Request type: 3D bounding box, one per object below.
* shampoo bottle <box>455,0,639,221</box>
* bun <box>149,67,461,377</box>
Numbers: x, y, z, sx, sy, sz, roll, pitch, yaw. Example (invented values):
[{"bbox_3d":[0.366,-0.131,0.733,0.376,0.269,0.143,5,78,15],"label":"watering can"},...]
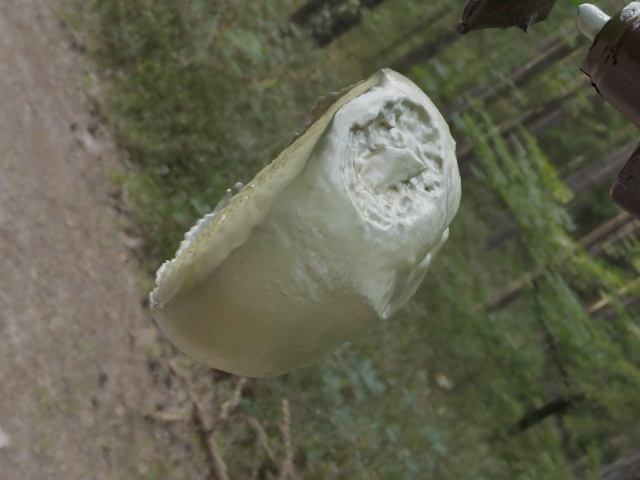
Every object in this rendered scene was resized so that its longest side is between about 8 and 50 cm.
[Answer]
[{"bbox_3d":[0.148,-0.013,0.377,0.236,0.067,0.068,42,38,15],"label":"shampoo bottle"},{"bbox_3d":[0.002,0.002,1.274,0.202,0.364,0.364,47,14,-10],"label":"bun"}]
